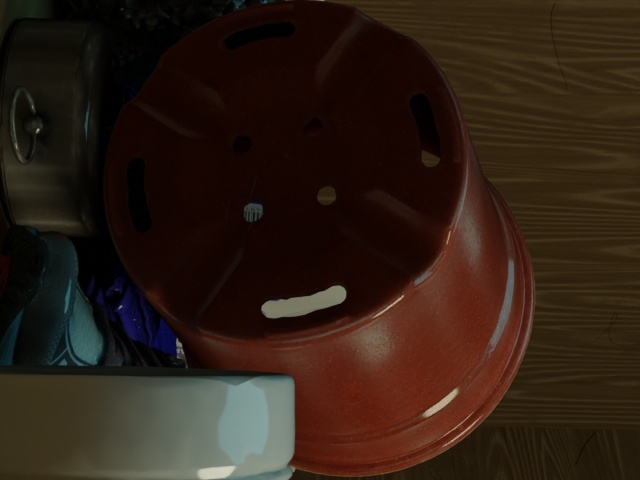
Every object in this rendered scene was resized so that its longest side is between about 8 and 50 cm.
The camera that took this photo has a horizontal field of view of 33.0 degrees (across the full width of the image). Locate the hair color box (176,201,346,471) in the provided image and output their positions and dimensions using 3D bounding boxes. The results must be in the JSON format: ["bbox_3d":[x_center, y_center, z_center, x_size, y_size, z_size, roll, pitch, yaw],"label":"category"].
[{"bbox_3d":[-0.086,0.111,1.180,0.338,0.185,0.110,105,-9,-45],"label":"hair color box"}]

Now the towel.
[{"bbox_3d":[-0.150,0.053,0.863,0.308,0.076,0.227,94,-2,-52],"label":"towel"}]

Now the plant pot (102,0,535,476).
[{"bbox_3d":[0.000,0.000,0.692,0.265,0.273,0.272,60,29,-69],"label":"plant pot"}]

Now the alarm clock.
[{"bbox_3d":[-0.149,-0.064,0.625,0.192,0.064,0.129,-76,168,-84],"label":"alarm clock"}]

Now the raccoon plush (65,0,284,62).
[{"bbox_3d":[-0.116,-0.248,0.615,0.446,0.216,0.299,-4,109,-68],"label":"raccoon plush"}]

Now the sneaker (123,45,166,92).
[{"bbox_3d":[-0.129,-0.230,0.934,0.148,0.131,0.350,80,3,-61],"label":"sneaker"}]

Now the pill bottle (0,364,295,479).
[{"bbox_3d":[-0.084,0.219,0.431,0.188,0.188,0.333,109,-18,-84],"label":"pill bottle"}]

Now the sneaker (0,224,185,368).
[{"bbox_3d":[-0.117,0.077,0.619,0.261,0.125,0.104,95,-3,-56],"label":"sneaker"}]
